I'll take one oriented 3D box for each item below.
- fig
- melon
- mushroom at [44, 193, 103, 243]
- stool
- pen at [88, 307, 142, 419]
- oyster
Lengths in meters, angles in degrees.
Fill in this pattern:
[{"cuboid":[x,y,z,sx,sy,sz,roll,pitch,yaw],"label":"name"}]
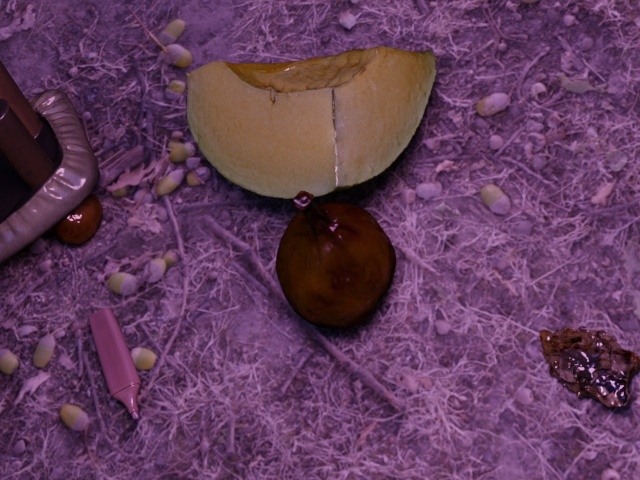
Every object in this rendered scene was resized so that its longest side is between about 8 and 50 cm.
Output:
[{"cuboid":[0.030,0.015,1.455,0.190,0.290,0.191,4,68,-9],"label":"fig"},{"cuboid":[-0.039,-0.209,1.572,0.343,0.226,0.331,3,55,45],"label":"melon"},{"cuboid":[-0.433,-0.031,1.710,0.129,0.073,0.088,-20,102,13],"label":"mushroom"},{"cuboid":[-0.564,-0.146,1.666,0.310,0.226,0.310,-36,49,3],"label":"stool"},{"cuboid":[-0.324,0.200,1.618,0.053,0.032,0.197,-27,64,5],"label":"pen"},{"cuboid":[0.370,0.167,1.415,0.148,0.051,0.103,17,70,32],"label":"oyster"}]
